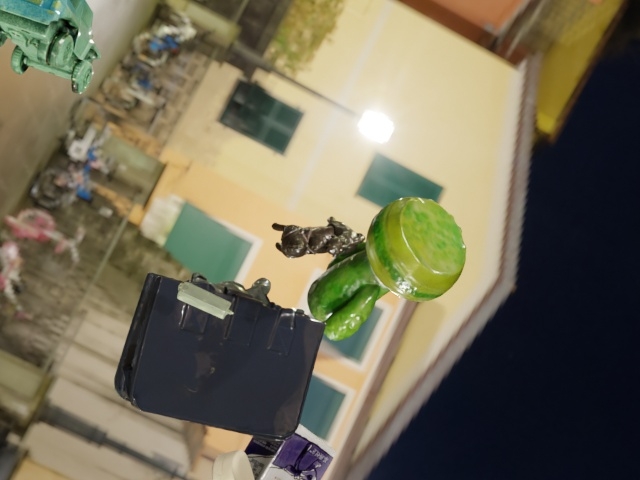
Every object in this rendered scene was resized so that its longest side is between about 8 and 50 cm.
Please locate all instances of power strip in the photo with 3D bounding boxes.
[{"bbox_3d":[-0.156,0.082,1.543,0.017,0.083,0.027,-64,180,33],"label":"power strip"}]

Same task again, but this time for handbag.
[{"bbox_3d":[-0.168,0.182,1.943,0.118,0.325,0.269,13,-95,61],"label":"handbag"}]

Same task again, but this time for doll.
[{"bbox_3d":[0.000,0.000,1.816,0.165,0.139,0.057,-136,-138,-77],"label":"doll"}]

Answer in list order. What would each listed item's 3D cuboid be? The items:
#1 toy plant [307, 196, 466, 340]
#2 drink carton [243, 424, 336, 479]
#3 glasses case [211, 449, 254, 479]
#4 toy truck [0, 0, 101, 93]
[{"bbox_3d":[0.100,0.064,2.057,0.316,0.184,0.224,-34,-152,42],"label":"toy plant"},{"bbox_3d":[-0.090,0.469,2.233,0.102,0.134,0.222,13,-113,51],"label":"drink carton"},{"bbox_3d":[-0.133,0.454,1.929,0.083,0.050,0.196,-42,118,-73],"label":"glasses case"},{"bbox_3d":[-0.508,-0.390,2.124,0.279,0.155,0.156,76,33,-80],"label":"toy truck"}]
